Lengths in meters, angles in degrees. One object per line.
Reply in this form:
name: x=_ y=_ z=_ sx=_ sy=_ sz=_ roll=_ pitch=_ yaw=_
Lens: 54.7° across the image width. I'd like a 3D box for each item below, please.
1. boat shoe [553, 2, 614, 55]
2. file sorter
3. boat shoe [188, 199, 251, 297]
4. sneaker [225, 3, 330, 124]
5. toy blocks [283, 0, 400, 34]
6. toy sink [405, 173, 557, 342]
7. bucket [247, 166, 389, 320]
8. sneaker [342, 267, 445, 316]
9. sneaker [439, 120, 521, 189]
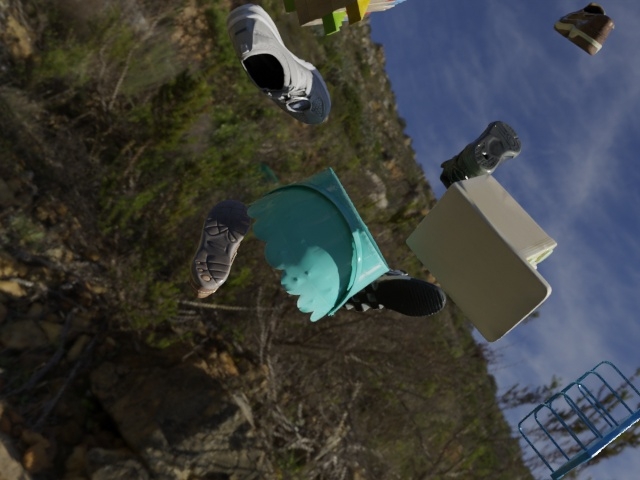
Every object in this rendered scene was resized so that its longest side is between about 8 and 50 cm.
boat shoe: x=0.619 y=-0.499 z=1.435 sx=0.095 sy=0.095 sz=0.257 roll=29 pitch=27 yaw=-10
file sorter: x=0.433 y=0.291 z=1.021 sx=0.104 sy=0.170 sz=0.118 roll=54 pitch=-30 yaw=26
boat shoe: x=-0.280 y=0.018 z=1.665 sx=0.123 sy=0.324 sz=0.116 roll=27 pitch=-45 yaw=-7
sneaker: x=-0.076 y=-0.281 z=1.107 sx=0.281 sy=0.105 sz=0.115 roll=38 pitch=39 yaw=-47
toy blocks: x=0.118 y=-0.676 z=1.672 sx=0.381 sy=0.261 sz=0.190 roll=0 pitch=-73 yaw=51
toy sink: x=0.291 y=0.026 z=1.051 sx=0.234 sy=0.131 sz=0.152 roll=52 pitch=-47 yaw=22
bucket: x=0.000 y=0.000 z=1.233 sx=0.281 sy=0.183 sz=0.281 roll=58 pitch=6 yaw=-10
sneaker: x=0.215 y=0.128 z=1.760 sx=0.331 sy=0.146 sz=0.122 roll=3 pitch=-63 yaw=36
sneaker: x=0.317 y=-0.165 z=1.249 sx=0.087 sy=0.227 sz=0.130 roll=53 pitch=-44 yaw=-2
